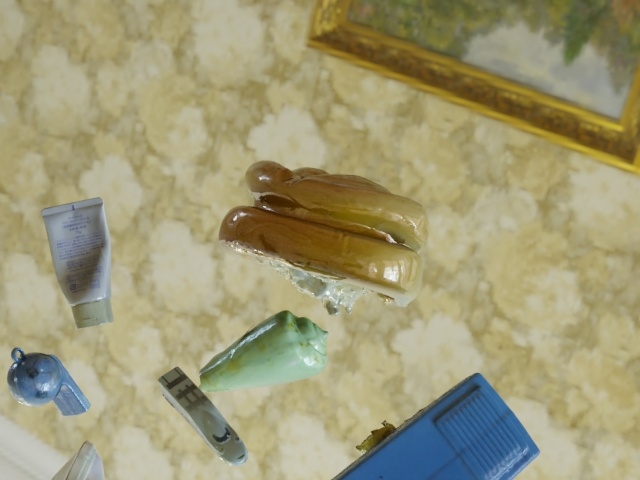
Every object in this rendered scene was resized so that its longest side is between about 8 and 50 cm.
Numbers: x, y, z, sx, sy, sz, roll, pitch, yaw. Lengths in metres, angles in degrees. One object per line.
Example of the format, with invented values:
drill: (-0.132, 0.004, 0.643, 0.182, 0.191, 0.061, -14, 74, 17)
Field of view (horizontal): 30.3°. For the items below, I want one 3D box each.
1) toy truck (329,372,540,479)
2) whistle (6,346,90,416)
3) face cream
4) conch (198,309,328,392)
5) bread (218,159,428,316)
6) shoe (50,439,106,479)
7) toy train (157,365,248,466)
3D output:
toy truck: (0.074, 0.303, 1.347, 0.385, 0.162, 0.161, -29, -103, -39)
whistle: (-0.421, 0.223, 1.787, 0.090, 0.158, 0.090, -24, -156, 11)
face cream: (-0.420, 0.042, 2.106, 0.114, 0.224, 0.070, -12, 179, 3)
conch: (-0.099, 0.216, 2.242, 0.137, 0.250, 0.143, 44, -146, -37)
bread: (0.015, -0.006, 2.317, 0.424, 0.245, 0.329, 13, 157, 32)
shoe: (-0.333, 0.381, 1.661, 0.110, 0.095, 0.265, 38, -166, -10)
toy train: (-0.200, 0.303, 2.033, 0.052, 0.051, 0.234, -33, -136, -19)
